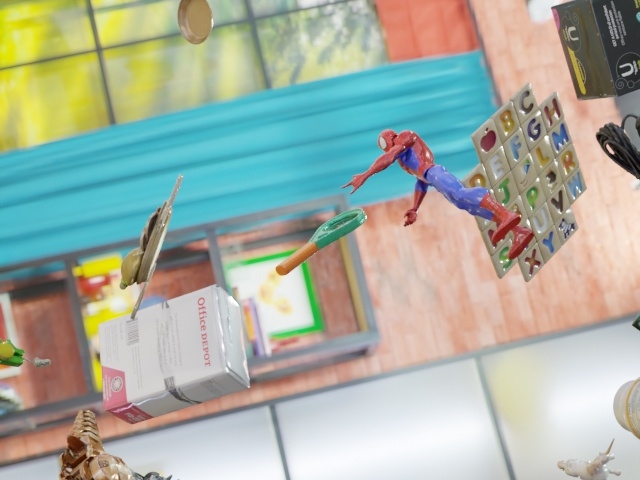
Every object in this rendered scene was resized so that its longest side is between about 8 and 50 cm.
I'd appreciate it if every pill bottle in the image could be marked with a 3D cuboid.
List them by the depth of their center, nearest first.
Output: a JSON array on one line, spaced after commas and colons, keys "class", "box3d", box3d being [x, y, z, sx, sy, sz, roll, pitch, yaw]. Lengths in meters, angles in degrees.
[{"class": "pill bottle", "box3d": [0.540, 0.261, 1.711, 0.208, 0.118, 0.117, 162, -85, -73]}]

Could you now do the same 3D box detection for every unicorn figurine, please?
[{"class": "unicorn figurine", "box3d": [0.511, 0.426, 2.079, 0.162, 0.111, 0.060, -22, -129, 42]}]

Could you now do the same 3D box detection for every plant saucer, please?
[{"class": "plant saucer", "box3d": [-0.196, -0.354, 1.773, 0.083, 0.015, 0.083, 14, -69, 41]}]

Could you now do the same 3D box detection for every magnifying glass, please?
[{"class": "magnifying glass", "box3d": [0.000, 0.000, 2.033, 0.092, 0.231, 0.026, -11, -69, 46]}]

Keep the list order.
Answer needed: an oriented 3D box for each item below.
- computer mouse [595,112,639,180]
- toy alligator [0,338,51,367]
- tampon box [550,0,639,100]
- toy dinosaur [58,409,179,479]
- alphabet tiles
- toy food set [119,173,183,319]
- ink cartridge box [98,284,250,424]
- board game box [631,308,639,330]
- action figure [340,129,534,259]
[{"class": "computer mouse", "box3d": [0.500, -0.143, 1.469, 0.188, 0.072, 0.272, 42, -44, 2]}, {"class": "toy alligator", "box3d": [-0.521, 0.179, 1.807, 0.190, 0.056, 0.051, 9, 54, -52]}, {"class": "tampon box", "box3d": [0.375, -0.246, 1.307, 0.101, 0.161, 0.120, -162, -127, -75]}, {"class": "toy dinosaur", "box3d": [-0.245, 0.323, 1.358, 0.218, 0.164, 0.321, 46, 28, -41]}, {"class": "alphabet tiles", "box3d": [0.383, -0.103, 2.062, 0.011, 0.285, 0.342, 16, -39, 48]}, {"class": "toy food set", "box3d": [-0.239, 0.002, 1.523, 0.132, 0.039, 0.192, -77, -172, -52]}, {"class": "ink cartridge box", "box3d": [-0.232, 0.182, 1.770, 0.092, 0.218, 0.158, 48, 27, -55]}, {"class": "board game box", "box3d": [0.607, 0.067, 1.929, 0.186, 0.026, 0.126, -45, 168, -48]}, {"class": "action figure", "box3d": [0.144, -0.053, 1.525, 0.280, 0.139, 0.091, 47, 3, 39]}]
